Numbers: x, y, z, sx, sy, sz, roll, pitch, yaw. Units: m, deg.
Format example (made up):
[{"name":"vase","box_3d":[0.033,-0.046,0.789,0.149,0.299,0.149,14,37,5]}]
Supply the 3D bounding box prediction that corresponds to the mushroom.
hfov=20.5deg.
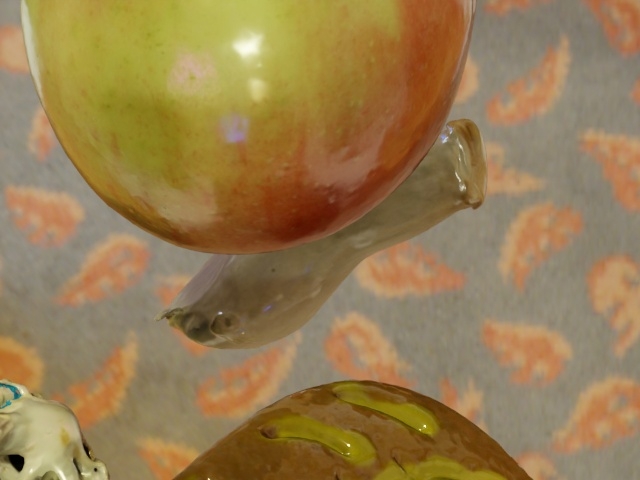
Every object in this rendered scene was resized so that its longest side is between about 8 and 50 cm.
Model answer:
[{"name":"mushroom","box_3d":[0.000,-0.002,1.518,0.351,0.097,0.109,-35,81,32]}]

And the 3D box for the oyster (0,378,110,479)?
[{"name":"oyster","box_3d":[-0.268,0.198,1.560,0.083,0.223,0.214,-43,25,9]}]

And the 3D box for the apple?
[{"name":"apple","box_3d":[-0.049,-0.147,1.215,0.319,0.277,0.319,1,37,0]}]

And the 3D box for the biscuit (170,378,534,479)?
[{"name":"biscuit","box_3d":[0.049,0.259,1.180,0.350,0.070,0.394,44,40,4]}]
